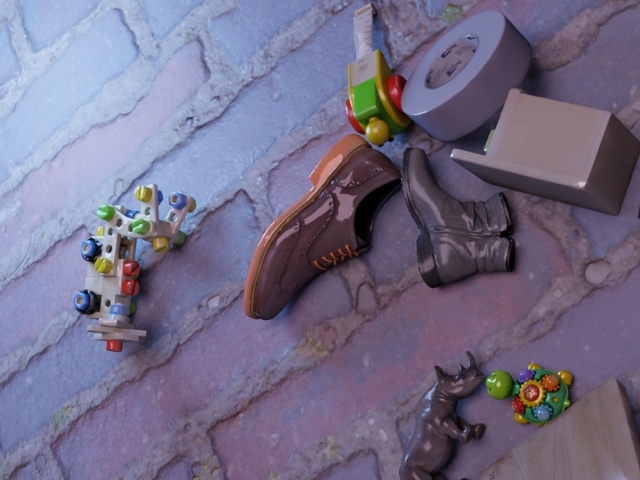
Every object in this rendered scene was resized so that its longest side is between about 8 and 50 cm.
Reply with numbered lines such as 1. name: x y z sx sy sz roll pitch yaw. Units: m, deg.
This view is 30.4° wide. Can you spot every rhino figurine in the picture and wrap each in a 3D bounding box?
1. rhino figurine: 0.191 0.286 1.810 0.106 0.073 0.243 13 82 32

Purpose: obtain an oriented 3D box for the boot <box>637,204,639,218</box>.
1. boot: 0.533 -0.114 1.705 0.106 0.082 0.219 10 75 36

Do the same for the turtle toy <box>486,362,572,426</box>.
1. turtle toy: 0.311 0.228 1.754 0.130 0.066 0.095 11 82 34

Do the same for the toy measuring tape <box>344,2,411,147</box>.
1. toy measuring tape: 0.103 -0.274 2.039 0.121 0.121 0.330 -25 41 24

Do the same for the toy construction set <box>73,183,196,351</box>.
1. toy construction set: -0.358 0.059 2.193 0.215 0.151 0.328 -1 64 32

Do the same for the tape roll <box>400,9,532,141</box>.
1. tape roll: 0.232 -0.264 1.884 0.219 0.072 0.219 -40 26 23

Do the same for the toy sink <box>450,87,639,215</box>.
1. toy sink: 0.344 -0.143 1.794 0.234 0.152 0.131 17 85 36

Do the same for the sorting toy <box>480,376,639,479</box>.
1. sorting toy: 0.348 0.351 1.612 0.255 0.089 0.257 -41 14 21

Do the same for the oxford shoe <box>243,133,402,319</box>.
1. oxford shoe: 0.000 0.000 1.988 0.132 0.130 0.364 38 100 25

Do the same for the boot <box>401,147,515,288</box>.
1. boot: 0.227 -0.050 1.895 0.161 0.083 0.247 -17 73 20
